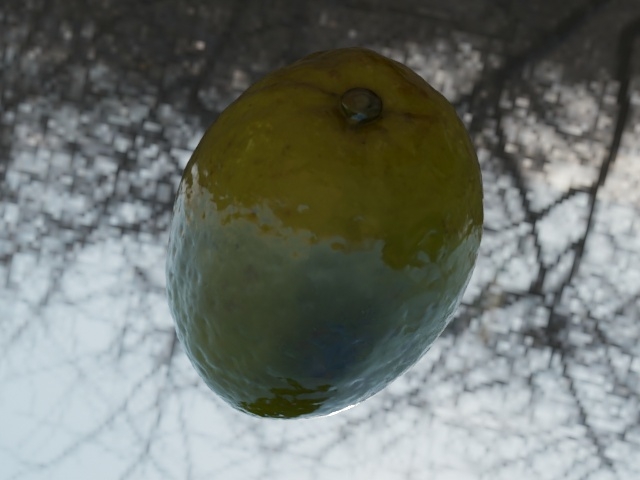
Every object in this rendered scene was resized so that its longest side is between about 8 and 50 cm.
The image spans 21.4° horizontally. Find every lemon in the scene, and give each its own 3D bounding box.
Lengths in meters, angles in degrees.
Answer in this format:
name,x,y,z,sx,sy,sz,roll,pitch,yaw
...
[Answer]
name,x,y,z,sx,sy,sz,roll,pitch,yaw
lemon,0.000,0.000,0.903,0.170,0.207,0.170,14,-144,-11
